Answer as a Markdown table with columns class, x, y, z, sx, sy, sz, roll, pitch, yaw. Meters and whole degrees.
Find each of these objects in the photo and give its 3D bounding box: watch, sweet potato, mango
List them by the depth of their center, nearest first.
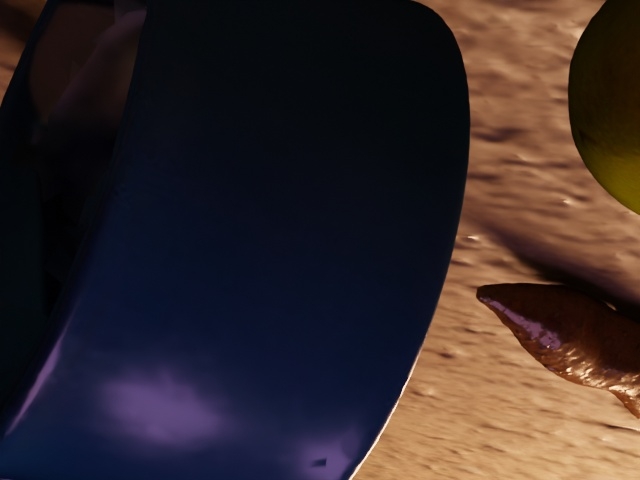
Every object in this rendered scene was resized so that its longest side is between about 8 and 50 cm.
| class | x | y | z | sx | sy | sz | roll | pitch | yaw |
| --- | --- | --- | --- | --- | --- | --- | --- | --- | --- |
| mango | 0.148 | -0.050 | 0.627 | 0.117 | 0.089 | 0.163 | 17 | 161 | -12 |
| watch | -0.060 | -0.015 | 0.692 | 0.241 | 0.305 | 0.274 | 18 | 130 | -23 |
| sweet potato | 0.174 | 0.067 | 0.991 | 0.218 | 0.051 | 0.065 | 28 | 158 | -38 |
